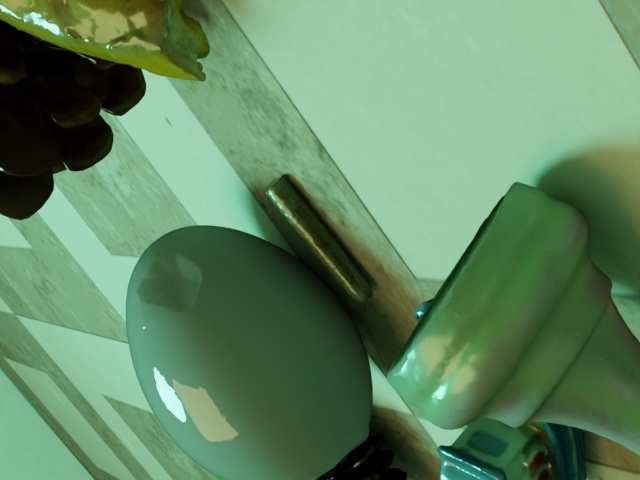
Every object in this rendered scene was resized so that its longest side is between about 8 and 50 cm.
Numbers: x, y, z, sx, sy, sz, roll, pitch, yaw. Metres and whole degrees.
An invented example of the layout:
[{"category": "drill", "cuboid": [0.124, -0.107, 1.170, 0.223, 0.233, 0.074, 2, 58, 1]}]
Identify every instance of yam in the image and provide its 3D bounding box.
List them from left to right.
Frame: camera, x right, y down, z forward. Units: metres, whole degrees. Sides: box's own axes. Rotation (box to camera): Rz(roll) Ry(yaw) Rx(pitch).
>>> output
[{"category": "yam", "cuboid": [0.000, 0.000, 0.972, 0.116, 0.021, 0.021, 51, 159, -8]}]

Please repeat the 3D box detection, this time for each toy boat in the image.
[{"category": "toy boat", "cuboid": [0.112, 0.119, 0.864, 0.109, 0.098, 0.238, 24, 149, 40]}]

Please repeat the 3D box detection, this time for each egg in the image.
[{"category": "egg", "cuboid": [-0.061, 0.091, 1.037, 0.232, 0.176, 0.176, 56, 159, -2]}]

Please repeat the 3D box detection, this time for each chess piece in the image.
[{"category": "chess piece", "cuboid": [0.180, 0.095, 0.680, 0.271, 0.139, 0.139, 34, 158, 6]}]

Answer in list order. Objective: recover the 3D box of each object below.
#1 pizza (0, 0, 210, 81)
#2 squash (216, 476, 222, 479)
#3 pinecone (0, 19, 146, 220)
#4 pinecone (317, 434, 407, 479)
[{"category": "pizza", "cuboid": [-0.167, -0.228, 0.675, 0.365, 0.182, 0.074, 42, -179, 12]}, {"category": "squash", "cuboid": [-0.048, 0.344, 1.620, 0.239, 0.069, 0.069, 45, 159, 6]}, {"category": "pinecone", "cuboid": [-0.222, -0.155, 0.827, 0.264, 0.264, 0.264, 39, 158, 19]}, {"category": "pinecone", "cuboid": [-0.009, 0.219, 1.200, 0.163, 0.163, 0.165, 2, 121, 62]}]
